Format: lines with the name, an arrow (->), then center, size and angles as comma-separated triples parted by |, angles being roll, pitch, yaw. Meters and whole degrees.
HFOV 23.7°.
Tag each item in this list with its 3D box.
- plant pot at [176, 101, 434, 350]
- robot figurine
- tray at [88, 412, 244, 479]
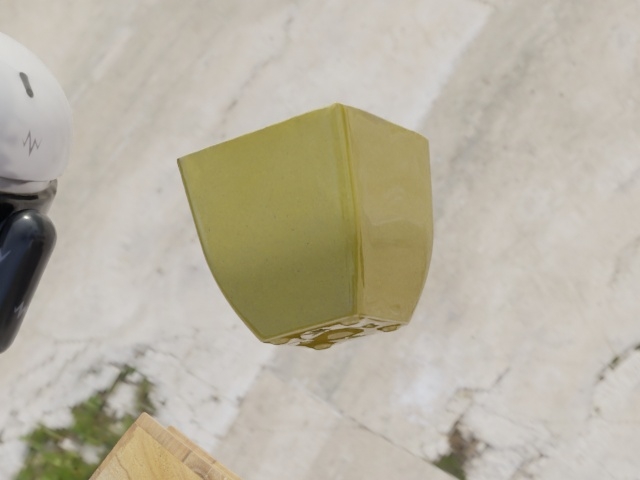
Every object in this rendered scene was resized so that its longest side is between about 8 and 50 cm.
plant pot -> 0.000, 0.000, 0.634 | 0.081, 0.081, 0.083 | -17, 74, 28
robot figurine -> -0.290, -0.024, 1.087 | 0.278, 0.209, 0.173 | -60, 10, 16
tray -> 0.048, 0.268, 0.956 | 0.076, 0.411, 0.203 | -52, 18, -9
